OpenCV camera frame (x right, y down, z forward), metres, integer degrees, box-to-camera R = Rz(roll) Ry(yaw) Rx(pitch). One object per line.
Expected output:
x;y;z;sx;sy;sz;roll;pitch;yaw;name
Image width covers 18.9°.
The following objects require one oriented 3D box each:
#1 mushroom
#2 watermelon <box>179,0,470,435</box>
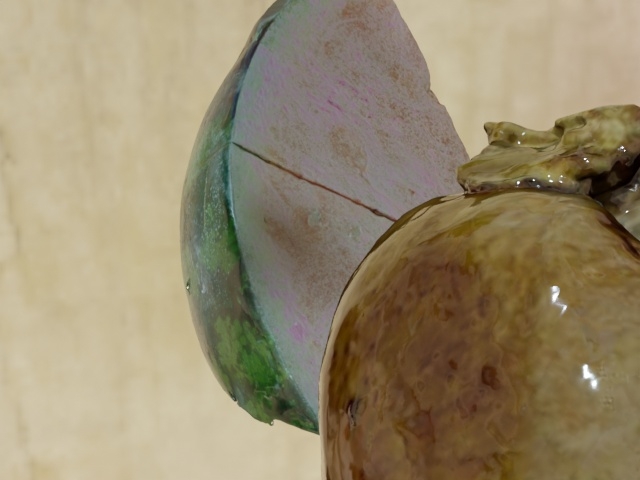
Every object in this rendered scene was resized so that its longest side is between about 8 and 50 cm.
0.096;0.073;0.882;0.263;0.195;0.283;122;163;-75;mushroom
-0.024;-0.008;1.503;0.222;0.292;0.319;-34;86;52;watermelon
